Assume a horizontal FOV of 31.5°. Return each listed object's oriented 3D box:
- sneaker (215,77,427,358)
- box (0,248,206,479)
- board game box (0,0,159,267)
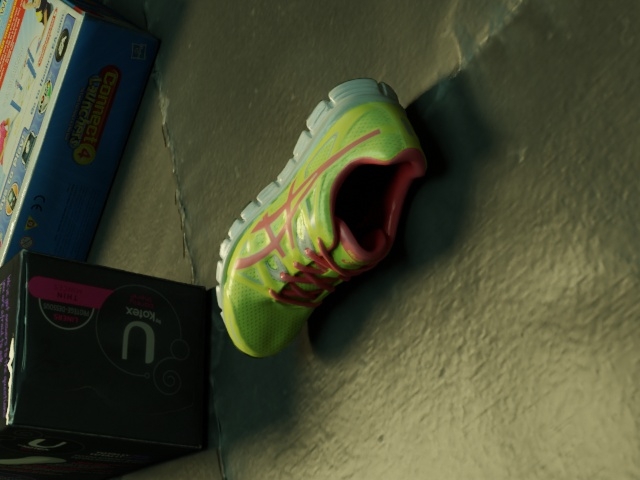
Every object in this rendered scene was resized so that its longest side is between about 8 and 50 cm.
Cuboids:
[{"bbox_3d":[0.000,0.000,0.742,0.208,0.081,0.094,-62,37,20],"label":"sneaker"},{"bbox_3d":[-0.233,0.123,0.971,0.270,0.165,0.143,-27,57,50],"label":"box"},{"bbox_3d":[-0.313,-0.125,1.259,0.302,0.086,0.308,39,112,55],"label":"board game box"}]
